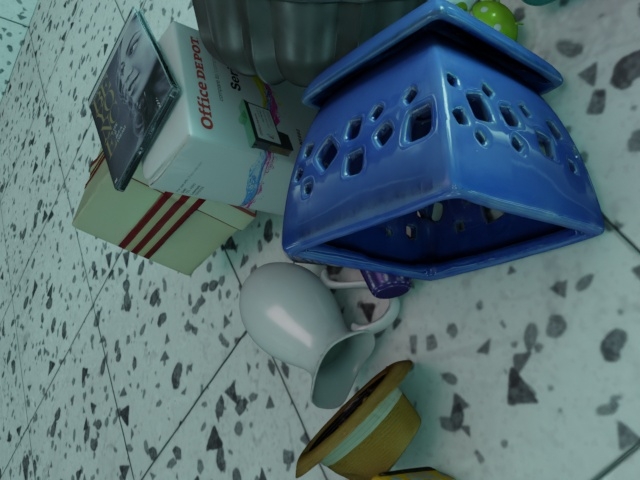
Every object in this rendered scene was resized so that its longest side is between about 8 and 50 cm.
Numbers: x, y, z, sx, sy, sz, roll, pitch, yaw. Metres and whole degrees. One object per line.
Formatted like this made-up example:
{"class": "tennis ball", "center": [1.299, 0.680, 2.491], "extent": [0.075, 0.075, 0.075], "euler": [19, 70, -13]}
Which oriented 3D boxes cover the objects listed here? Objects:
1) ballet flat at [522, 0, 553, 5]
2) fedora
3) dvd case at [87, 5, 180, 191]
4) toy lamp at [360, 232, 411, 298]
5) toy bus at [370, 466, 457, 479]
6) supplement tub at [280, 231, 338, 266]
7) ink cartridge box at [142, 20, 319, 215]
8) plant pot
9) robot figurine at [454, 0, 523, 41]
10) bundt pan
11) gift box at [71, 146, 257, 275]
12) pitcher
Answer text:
{"class": "ballet flat", "center": [0.302, -0.310, 0.628], "extent": [0.247, 0.083, 0.087], "euler": [-6, 63, 47]}
{"class": "fedora", "center": [0.056, 0.226, 0.756], "extent": [0.079, 0.194, 0.194], "euler": [45, 121, 7]}
{"class": "dvd case", "center": [-0.260, -0.197, 0.877], "extent": [0.164, 0.018, 0.221], "euler": [-53, 45, 25]}
{"class": "toy lamp", "center": [0.065, -0.058, 0.846], "extent": [0.080, 0.080, 0.275], "euler": [-36, 54, 39]}
{"class": "toy bus", "center": [0.091, 0.418, 0.672], "extent": [0.130, 0.108, 0.333], "euler": [11, 89, 50]}
{"class": "supplement tub", "center": [0.000, 0.000, 0.915], "extent": [0.107, 0.071, 0.071], "euler": [3, 83, 51]}
{"class": "ink cartridge box", "center": [-0.103, -0.157, 0.913], "extent": [0.117, 0.278, 0.201], "euler": [-39, 53, 39]}
{"class": "plant pot", "center": [0.116, -0.093, 0.669], "extent": [0.236, 0.236, 0.212], "euler": [-20, 66, 48]}
{"class": "robot figurine", "center": [0.180, -0.230, 0.758], "extent": [0.115, 0.067, 0.101], "euler": [-40, 80, 37]}
{"class": "bundt pan", "center": [-0.005, -0.284, 0.826], "extent": [0.331, 0.330, 0.124], "euler": [41, 138, 47]}
{"class": "gift box", "center": [-0.217, -0.123, 1.075], "extent": [0.258, 0.276, 0.255], "euler": [-39, 40, 42]}
{"class": "pitcher", "center": [-0.005, 0.096, 0.875], "extent": [0.178, 0.125, 0.207], "euler": [-46, 46, -6]}
